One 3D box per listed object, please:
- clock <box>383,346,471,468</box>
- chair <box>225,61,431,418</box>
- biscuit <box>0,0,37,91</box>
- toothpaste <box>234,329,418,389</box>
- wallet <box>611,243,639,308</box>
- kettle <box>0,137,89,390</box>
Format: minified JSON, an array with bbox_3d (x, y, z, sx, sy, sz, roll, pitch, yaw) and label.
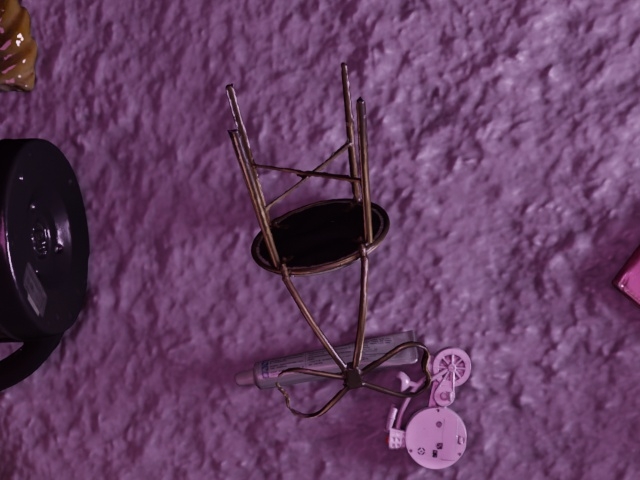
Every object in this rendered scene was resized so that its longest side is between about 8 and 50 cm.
[{"bbox_3d":[0.115,0.172,1.498,0.087,0.041,0.129,11,91,3],"label":"clock"},{"bbox_3d":[0.000,0.000,1.469,0.160,0.170,0.325,-14,116,0],"label":"chair"},{"bbox_3d":[-0.453,-0.242,1.587,0.274,0.036,0.187,-8,85,5],"label":"biscuit"},{"bbox_3d":[0.006,0.130,1.515,0.197,0.029,0.048,-11,40,6],"label":"toothpaste"},{"bbox_3d":[0.418,-0.009,1.491,0.119,0.025,0.232,38,89,8],"label":"wallet"},{"bbox_3d":[-0.397,0.019,1.506,0.271,0.250,0.207,-4,54,13],"label":"kettle"}]
